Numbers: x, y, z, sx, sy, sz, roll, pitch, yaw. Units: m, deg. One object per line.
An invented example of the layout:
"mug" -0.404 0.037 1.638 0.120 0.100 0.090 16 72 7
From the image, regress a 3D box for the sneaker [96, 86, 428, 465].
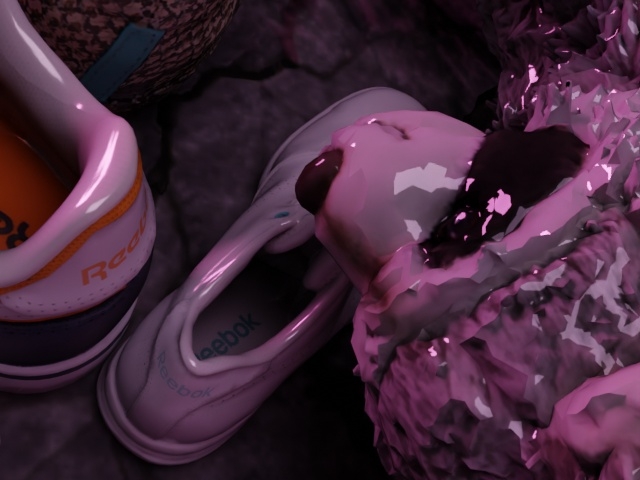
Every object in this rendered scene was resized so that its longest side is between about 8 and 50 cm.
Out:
"sneaker" 0.000 0.000 0.526 0.080 0.094 0.212 39 56 -1

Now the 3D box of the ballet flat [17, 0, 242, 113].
"ballet flat" -0.052 -0.292 0.534 0.164 0.182 0.482 11 75 -29

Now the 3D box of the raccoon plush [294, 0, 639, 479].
"raccoon plush" 0.215 0.012 0.466 0.447 0.216 0.299 8 51 2

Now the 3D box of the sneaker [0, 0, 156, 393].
"sneaker" -0.198 -0.069 0.444 0.321 0.127 0.126 26 57 -5
